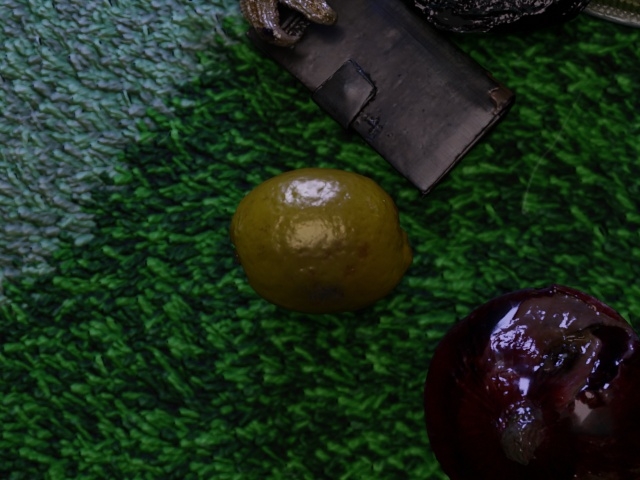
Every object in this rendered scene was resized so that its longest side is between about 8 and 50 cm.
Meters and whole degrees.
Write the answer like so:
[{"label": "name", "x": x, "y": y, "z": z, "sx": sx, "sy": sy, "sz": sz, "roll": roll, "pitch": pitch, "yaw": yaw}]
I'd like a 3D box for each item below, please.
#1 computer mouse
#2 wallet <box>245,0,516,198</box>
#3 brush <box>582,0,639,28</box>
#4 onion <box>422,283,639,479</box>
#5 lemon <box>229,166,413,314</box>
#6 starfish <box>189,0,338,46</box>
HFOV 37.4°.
[{"label": "computer mouse", "x": 0.211, "y": -0.306, "z": 1.122, "sx": 0.242, "sy": 0.077, "sz": 0.146, "roll": 4, "pitch": 85, "yaw": 20}, {"label": "wallet", "x": 0.069, "y": -0.213, "z": 1.153, "sx": 0.317, "sy": 0.044, "sz": 0.169, "roll": 44, "pitch": 92, "yaw": 14}, {"label": "brush", "x": 0.422, "y": -0.274, "z": 1.097, "sx": 0.297, "sy": 0.060, "sz": 0.068, "roll": 19, "pitch": 83, "yaw": 12}, {"label": "onion", "x": 0.232, "y": 0.178, "z": 0.996, "sx": 0.272, "sy": 0.195, "sz": 0.272, "roll": -2, "pitch": 84, "yaw": 19}, {"label": "lemon", "x": 0.000, "y": 0.000, "z": 1.075, "sx": 0.207, "sy": 0.170, "sz": 0.170, "roll": -3, "pitch": 81, "yaw": 1}, {"label": "starfish", "x": -0.071, "y": -0.335, "z": 1.162, "sx": 0.216, "sy": 0.071, "sz": 0.238, "roll": -22, "pitch": 60, "yaw": 7}]
